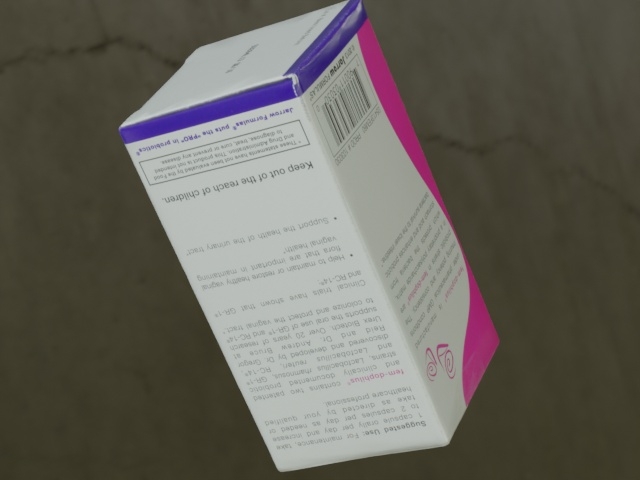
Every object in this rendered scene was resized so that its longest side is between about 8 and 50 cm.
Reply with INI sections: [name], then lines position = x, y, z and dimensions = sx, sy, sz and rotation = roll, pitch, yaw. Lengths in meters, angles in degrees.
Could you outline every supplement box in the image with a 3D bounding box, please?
[supplement box]
position = 0.000, 0.000, 1.055
dimensions = 0.220, 0.114, 0.111
rotation = 66, 29, -18
